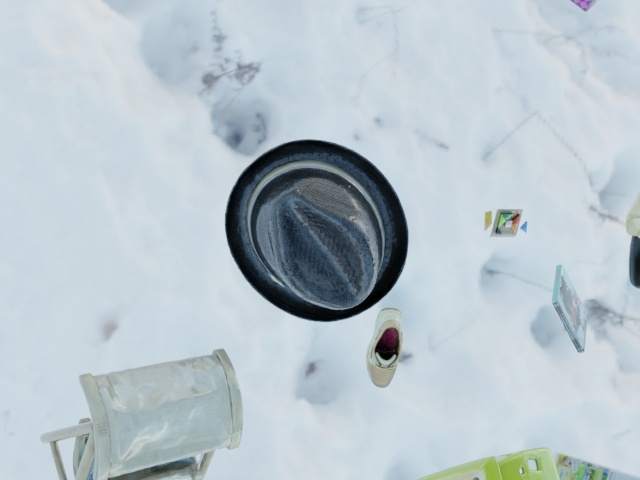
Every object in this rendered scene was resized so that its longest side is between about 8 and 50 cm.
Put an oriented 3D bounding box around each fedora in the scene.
[{"bbox_3d":[0.000,0.000,1.699,0.334,0.152,0.333,-1,106,-5],"label":"fedora"}]

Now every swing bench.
[{"bbox_3d":[-0.282,0.313,1.644,0.253,0.254,0.165,-7,63,-36],"label":"swing bench"}]

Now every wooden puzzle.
[{"bbox_3d":[0.412,-0.037,2.252,0.116,0.014,0.078,-6,121,-20],"label":"wooden puzzle"}]

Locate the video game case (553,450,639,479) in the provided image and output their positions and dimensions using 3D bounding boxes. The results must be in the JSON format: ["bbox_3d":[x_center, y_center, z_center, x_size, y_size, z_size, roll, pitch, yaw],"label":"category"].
[{"bbox_3d":[0.591,0.608,2.280,0.207,0.026,0.226,17,90,-1],"label":"video game case"}]

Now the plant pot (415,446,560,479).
[{"bbox_3d":[0.312,0.519,1.909,0.207,0.228,0.227,11,60,-44],"label":"plant pot"}]

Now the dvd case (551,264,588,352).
[{"bbox_3d":[0.400,0.109,1.629,0.119,0.013,0.087,58,34,-30],"label":"dvd case"}]

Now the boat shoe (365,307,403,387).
[{"bbox_3d":[0.092,0.163,1.470,0.045,0.050,0.135,-87,180,-60],"label":"boat shoe"}]

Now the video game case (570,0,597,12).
[{"bbox_3d":[0.464,-0.461,1.456,0.042,0.232,0.210,43,71,11],"label":"video game case"}]

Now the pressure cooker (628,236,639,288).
[{"bbox_3d":[0.658,0.031,1.375,0.375,0.420,0.370,-42,80,2],"label":"pressure cooker"}]

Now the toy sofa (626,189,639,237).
[{"bbox_3d":[0.348,0.125,0.827,0.150,0.177,0.362,-36,124,-59],"label":"toy sofa"}]
